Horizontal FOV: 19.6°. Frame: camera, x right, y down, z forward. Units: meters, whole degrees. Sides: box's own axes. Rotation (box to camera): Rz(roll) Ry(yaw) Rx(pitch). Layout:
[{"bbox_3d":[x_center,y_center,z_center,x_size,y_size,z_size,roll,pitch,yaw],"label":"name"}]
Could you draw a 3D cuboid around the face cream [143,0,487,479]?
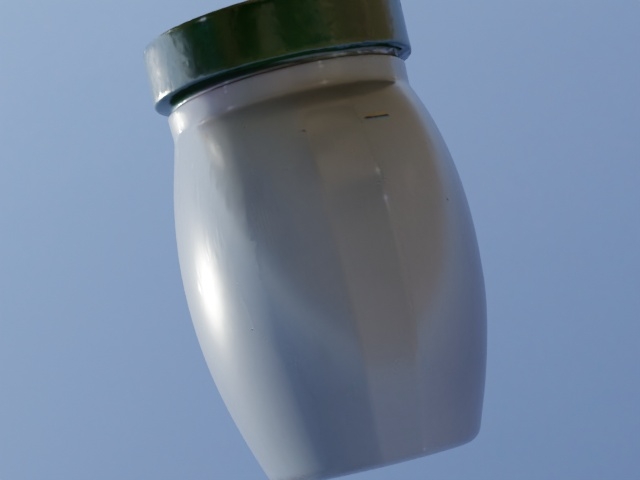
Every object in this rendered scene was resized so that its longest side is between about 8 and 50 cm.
[{"bbox_3d":[0.000,0.000,1.437,0.219,0.357,0.312,-13,175,-11],"label":"face cream"}]
